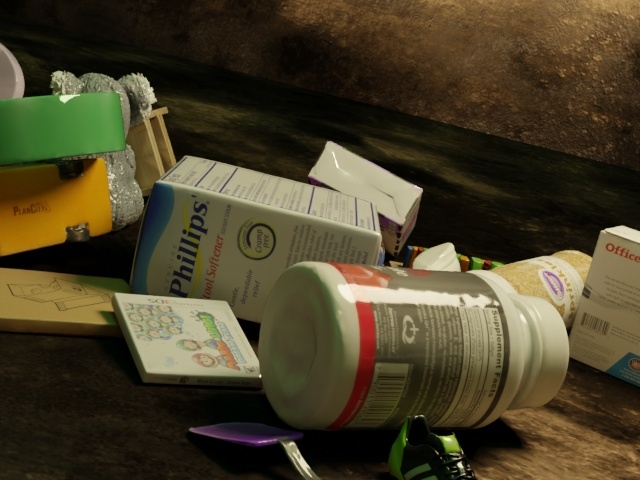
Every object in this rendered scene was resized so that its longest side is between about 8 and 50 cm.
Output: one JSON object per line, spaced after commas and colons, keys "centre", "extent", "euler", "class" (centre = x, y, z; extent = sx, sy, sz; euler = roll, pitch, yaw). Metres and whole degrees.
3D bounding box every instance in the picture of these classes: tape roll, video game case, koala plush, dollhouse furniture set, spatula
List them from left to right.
{"centre": [-0.408, -0.131, 1.554], "extent": [0.321, 0.077, 0.321], "euler": [-7, 5, 1], "class": "tape roll"}
{"centre": [-0.335, -0.143, 1.821], "extent": [0.196, 0.221, 0.203], "euler": [1, 20, -41], "class": "koala plush"}
{"centre": [-0.337, -0.132, 2.044], "extent": [0.184, 0.129, 0.129], "euler": [-14, 8, 15], "class": "dollhouse furniture set"}
{"centre": [-0.150, 0.111, 1.395], "extent": [0.143, 0.019, 0.157], "euler": [6, 28, -27], "class": "video game case"}
{"centre": [0.001, 0.222, 1.152], "extent": [0.296, 0.030, 0.084], "euler": [25, 16, 38], "class": "spatula"}

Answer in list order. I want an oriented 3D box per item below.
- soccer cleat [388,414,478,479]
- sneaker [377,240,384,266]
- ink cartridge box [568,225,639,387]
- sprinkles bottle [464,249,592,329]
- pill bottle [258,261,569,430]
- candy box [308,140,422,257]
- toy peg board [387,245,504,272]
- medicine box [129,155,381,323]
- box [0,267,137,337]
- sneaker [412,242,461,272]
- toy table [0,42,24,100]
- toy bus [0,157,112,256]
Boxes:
{"centre": [0.119, 0.225, 1.164], "extent": [0.060, 0.072, 0.179], "euler": [5, 17, -30], "class": "soccer cleat"}
{"centre": [0.000, 0.000, 1.857], "extent": [0.221, 0.087, 0.083], "euler": [17, 15, 12], "class": "sneaker"}
{"centre": [0.436, 0.091, 1.708], "extent": [0.139, 0.190, 0.082], "euler": [23, 18, 31], "class": "ink cartridge box"}
{"centre": [0.282, 0.087, 1.724], "extent": [0.121, 0.121, 0.355], "euler": [23, 17, 30], "class": "sprinkles bottle"}
{"centre": [0.108, 0.118, 1.349], "extent": [0.318, 0.176, 0.176], "euler": [5, 17, -30], "class": "pill bottle"}
{"centre": [0.069, -0.062, 1.960], "extent": [0.165, 0.070, 0.196], "euler": [28, -13, 9], "class": "candy box"}
{"centre": [0.199, 0.046, 1.882], "extent": [0.161, 0.079, 0.160], "euler": [12, 15, -9], "class": "toy peg board"}
{"centre": [-0.076, 0.004, 1.618], "extent": [0.289, 0.149, 0.263], "euler": [13, 10, -1], "class": "medicine box"}
{"centre": [-0.307, 0.071, 1.451], "extent": [0.201, 0.021, 0.164], "euler": [5, 17, -26], "class": "box"}
{"centre": [0.145, 0.084, 1.719], "extent": [0.080, 0.094, 0.212], "euler": [-16, 14, 41], "class": "sneaker"}
{"centre": [-0.663, -0.301, 2.120], "extent": [0.274, 0.252, 0.161], "euler": [7, -4, 20], "class": "toy table"}
{"centre": [-0.393, -0.042, 1.570], "extent": [0.130, 0.108, 0.333], "euler": [-1, 7, 27], "class": "toy bus"}
